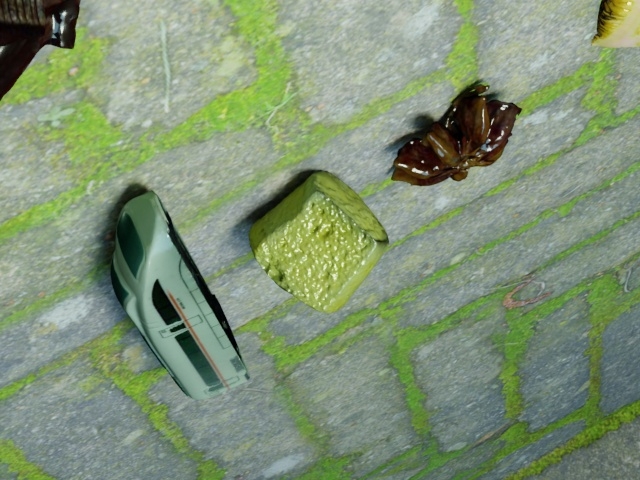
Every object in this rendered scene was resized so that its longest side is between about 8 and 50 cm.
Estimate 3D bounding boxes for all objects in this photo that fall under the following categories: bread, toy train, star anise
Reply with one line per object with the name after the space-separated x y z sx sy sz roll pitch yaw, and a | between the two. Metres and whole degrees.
0.000 0.000 1.602 0.114 0.129 0.111 -46 -171 23 | bread
-0.158 0.062 1.590 0.088 0.086 0.407 -23 155 -2 | toy train
0.148 -0.101 1.641 0.168 0.057 0.168 -24 154 -13 | star anise

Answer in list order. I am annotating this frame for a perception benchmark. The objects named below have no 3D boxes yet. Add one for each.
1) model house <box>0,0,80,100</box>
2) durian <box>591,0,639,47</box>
-0.249 -0.166 1.033 0.164 0.141 0.203 -57 173 7 | model house
0.319 -0.292 1.291 0.185 0.195 0.305 22 168 -16 | durian
